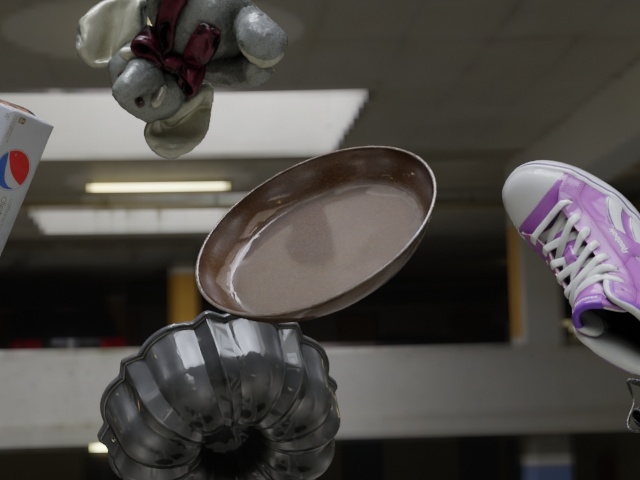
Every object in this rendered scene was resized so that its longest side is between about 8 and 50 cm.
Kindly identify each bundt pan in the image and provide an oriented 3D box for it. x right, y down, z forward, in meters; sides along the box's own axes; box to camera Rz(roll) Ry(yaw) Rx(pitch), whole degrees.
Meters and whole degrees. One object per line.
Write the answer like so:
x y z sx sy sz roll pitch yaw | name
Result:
-0.121 0.257 2.245 0.331 0.330 0.124 0 31 -18 | bundt pan

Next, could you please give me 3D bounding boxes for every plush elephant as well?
-0.212 -0.270 2.423 0.272 0.255 0.330 43 4 0 | plush elephant

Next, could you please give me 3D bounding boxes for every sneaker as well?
0.265 0.024 1.667 0.282 0.102 0.161 44 28 23 | sneaker

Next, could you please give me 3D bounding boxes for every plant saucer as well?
0.000 0.000 2.040 0.311 0.050 0.310 -19 32 12 | plant saucer

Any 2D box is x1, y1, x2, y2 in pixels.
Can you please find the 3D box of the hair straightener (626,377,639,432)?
0.423 0.225 2.131 0.047 0.089 0.230 44 1 -21 | hair straightener

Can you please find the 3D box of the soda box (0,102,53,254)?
-0.421 -0.065 2.159 0.069 0.216 0.074 25 2 40 | soda box

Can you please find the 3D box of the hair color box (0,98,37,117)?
-0.466 -0.176 2.428 0.141 0.043 0.072 19 18 -42 | hair color box
